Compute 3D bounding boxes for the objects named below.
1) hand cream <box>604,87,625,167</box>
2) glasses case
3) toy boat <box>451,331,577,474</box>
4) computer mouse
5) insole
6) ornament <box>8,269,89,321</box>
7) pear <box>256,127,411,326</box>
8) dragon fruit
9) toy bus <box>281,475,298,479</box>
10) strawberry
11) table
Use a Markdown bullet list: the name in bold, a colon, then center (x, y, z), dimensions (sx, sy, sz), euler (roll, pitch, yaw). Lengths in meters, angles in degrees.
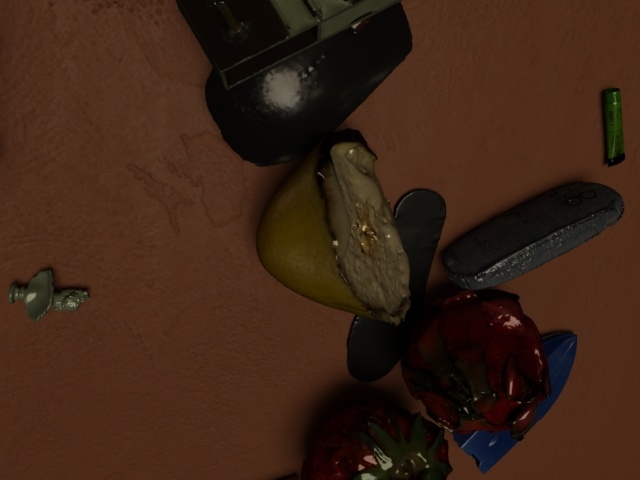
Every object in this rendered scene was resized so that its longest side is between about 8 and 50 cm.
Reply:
- **hand cream**: center (0.456, -0.174, 0.821), dimensions (0.036, 0.023, 0.122), euler (-27, 116, -14)
- **glasses case**: center (0.322, -0.009, 0.810), dimensions (0.282, 0.109, 0.067), euler (-25, 117, -1)
- **toy boat**: center (0.354, 0.268, 0.947), dimensions (0.295, 0.088, 0.129), euler (-42, 114, -6)
- **computer mouse**: center (-0.011, -0.221, 0.663), dimensions (0.295, 0.087, 0.168), euler (-42, 111, 3)
- **insole**: center (0.122, 0.083, 0.857), dimensions (0.119, 0.009, 0.348), euler (8, 110, -17)
- **ornament**: center (-0.375, 0.076, 0.725), dimensions (0.092, 0.041, 0.068), euler (35, 78, -11)
- **pear**: center (0.001, 0.003, 0.714), dimensions (0.178, 0.267, 0.267), euler (-16, 117, 23)
- **dragon fruit**: center (0.228, 0.178, 0.784), dimensions (0.234, 0.293, 0.233), euler (-3, 81, 18)
- **toy bus**: center (-0.118, 0.487, 0.922), dimensions (0.195, 0.083, 0.088), euler (-16, 110, -8)
- **strawberry**: center (0.073, 0.404, 0.859), dimensions (0.238, 0.250, 0.288), euler (38, 141, 1)
- **table**: center (-0.031, -0.287, 0.565), dimensions (0.240, 0.111, 0.121), euler (-30, 80, -7)
